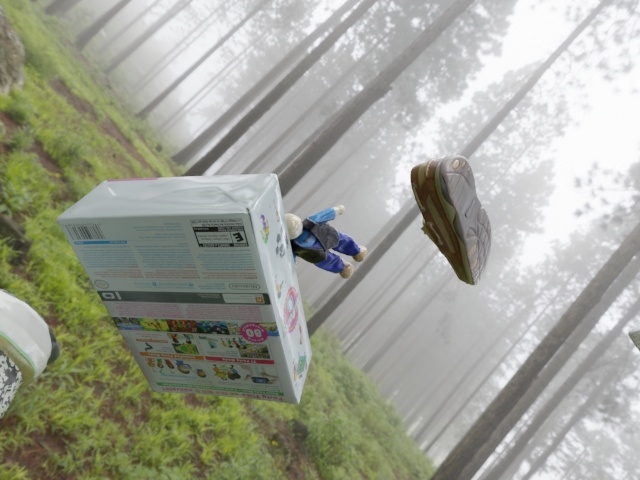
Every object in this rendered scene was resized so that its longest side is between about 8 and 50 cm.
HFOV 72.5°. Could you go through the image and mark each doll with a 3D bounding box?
[{"bbox_3d":[0.000,0.000,0.684,0.189,0.129,0.046,27,15,-48],"label":"doll"}]

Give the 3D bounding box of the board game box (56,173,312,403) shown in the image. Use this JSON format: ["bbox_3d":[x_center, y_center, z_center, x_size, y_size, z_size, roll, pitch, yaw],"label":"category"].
[{"bbox_3d":[-0.146,0.072,0.559,0.224,0.097,0.303,0,-56,13],"label":"board game box"}]

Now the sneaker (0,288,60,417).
[{"bbox_3d":[-0.400,0.074,0.346,0.410,0.158,0.182,59,13,-44],"label":"sneaker"}]

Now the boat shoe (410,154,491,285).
[{"bbox_3d":[0.281,-0.040,0.938,0.117,0.123,0.324,8,-47,44],"label":"boat shoe"}]

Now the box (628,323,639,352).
[{"bbox_3d":[0.293,0.044,0.232,0.091,0.171,0.130,64,-25,16],"label":"box"}]
